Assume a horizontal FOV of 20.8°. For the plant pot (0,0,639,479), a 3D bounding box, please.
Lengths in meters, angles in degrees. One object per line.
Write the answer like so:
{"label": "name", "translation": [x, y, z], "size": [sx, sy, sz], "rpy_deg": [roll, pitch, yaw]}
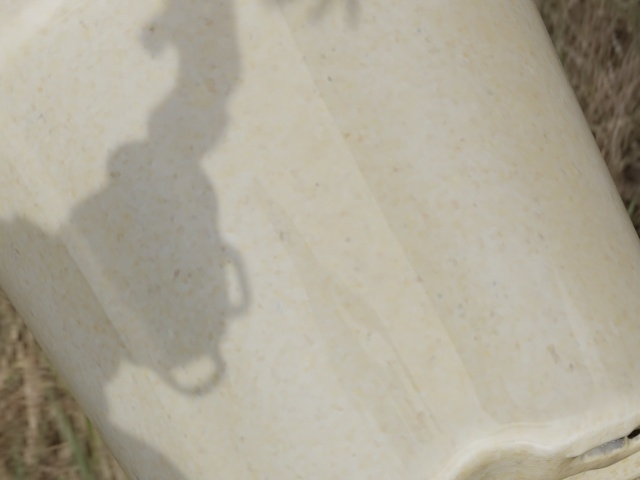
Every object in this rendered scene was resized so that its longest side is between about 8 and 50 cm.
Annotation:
{"label": "plant pot", "translation": [0.000, 0.000, 0.764], "size": [0.334, 0.334, 0.305], "rpy_deg": [-31, 69, 5]}
